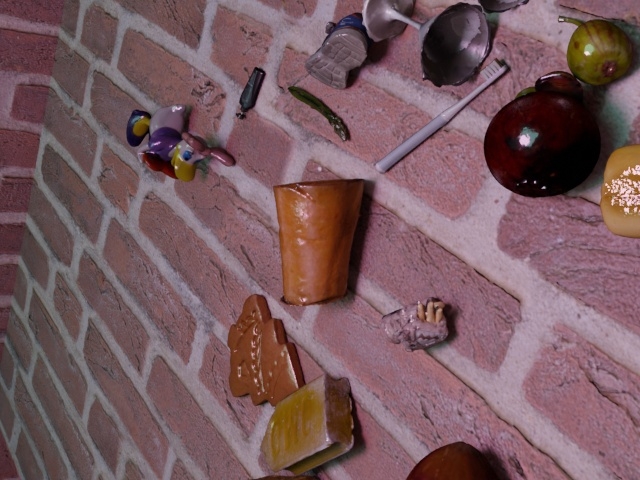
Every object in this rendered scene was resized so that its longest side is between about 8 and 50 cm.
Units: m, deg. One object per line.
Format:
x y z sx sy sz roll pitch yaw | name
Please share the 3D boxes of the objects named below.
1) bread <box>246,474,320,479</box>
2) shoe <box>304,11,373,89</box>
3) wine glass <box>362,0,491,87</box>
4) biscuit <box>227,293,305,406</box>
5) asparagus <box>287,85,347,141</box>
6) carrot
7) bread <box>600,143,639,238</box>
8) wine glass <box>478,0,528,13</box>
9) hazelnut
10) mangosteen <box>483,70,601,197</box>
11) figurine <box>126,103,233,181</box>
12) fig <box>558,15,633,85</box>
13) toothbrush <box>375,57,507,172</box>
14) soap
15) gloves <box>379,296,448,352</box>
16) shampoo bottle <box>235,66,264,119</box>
-0.099 0.602 1.580 0.195 0.246 0.176 -5 82 24 | bread
0.046 -0.404 1.524 0.126 0.099 0.227 -68 15 -17 | shoe
0.179 -0.386 1.336 0.232 0.156 0.156 47 124 46 | wine glass
-0.138 0.288 1.781 0.306 0.043 0.284 27 110 47 | biscuit
-0.002 -0.288 1.635 0.034 0.027 0.236 -52 50 10 | asparagus
0.000 0.000 1.525 0.196 0.196 0.254 9 104 50 | carrot
0.478 -0.068 1.009 0.173 0.085 0.134 4 96 49 | bread
0.287 -0.485 1.229 0.122 0.122 0.183 -40 57 42 | wine glass
0.224 0.441 1.239 0.208 0.208 0.208 -1 89 50 | hazelnut
0.340 -0.162 1.127 0.199 0.199 0.200 -1 89 50 | mangosteen
-0.397 -0.269 2.027 0.193 0.154 0.421 -58 42 9 | figurine
0.396 -0.308 1.109 0.093 0.093 0.166 -48 54 39 | fig
0.214 -0.222 1.373 0.030 0.025 0.342 47 134 -3 | toothbrush
-0.034 0.409 1.603 0.257 0.080 0.160 -40 41 41 | soap
0.174 0.158 1.366 0.144 0.110 0.094 156 103 -78 | gloves
-0.177 -0.366 1.849 0.048 0.027 0.137 45 123 30 | shampoo bottle
